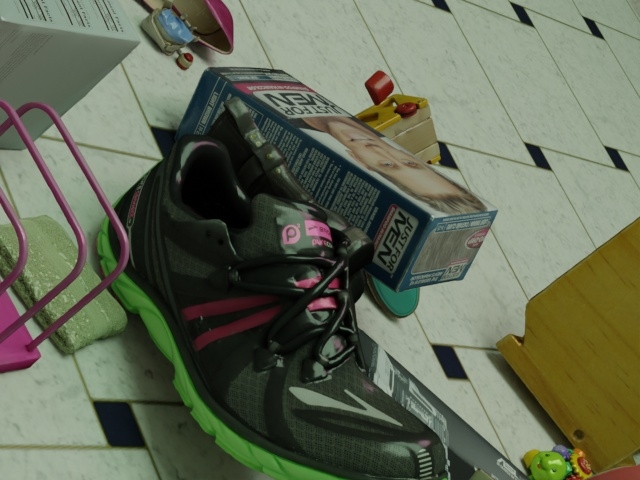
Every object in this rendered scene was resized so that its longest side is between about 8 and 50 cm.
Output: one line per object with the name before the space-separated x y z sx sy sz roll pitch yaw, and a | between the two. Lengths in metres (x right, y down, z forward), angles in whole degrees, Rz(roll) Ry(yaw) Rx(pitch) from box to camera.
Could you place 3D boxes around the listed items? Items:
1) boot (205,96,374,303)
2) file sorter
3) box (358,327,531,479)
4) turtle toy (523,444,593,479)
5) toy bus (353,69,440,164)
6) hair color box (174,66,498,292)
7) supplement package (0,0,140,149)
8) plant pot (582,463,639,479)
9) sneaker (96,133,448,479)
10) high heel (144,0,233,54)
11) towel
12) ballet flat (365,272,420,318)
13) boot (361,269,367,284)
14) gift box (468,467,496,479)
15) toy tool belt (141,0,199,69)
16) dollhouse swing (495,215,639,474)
boot | -0.052 -0.019 1.867 0.091 0.263 0.229 -35 73 -30
file sorter | -0.333 -0.007 1.450 0.290 0.182 0.202 -6 61 -58
box | 0.110 0.274 1.887 0.307 0.076 0.242 42 28 -16
turtle toy | 0.303 0.297 2.160 0.130 0.066 0.095 16 43 -48
toy bus | 0.059 -0.116 2.254 0.202 0.191 0.104 26 -7 -40
hair color box | 0.018 -0.078 2.006 0.347 0.105 0.174 35 21 24
supplement package | -0.330 -0.205 1.682 0.203 0.194 0.149 -1 57 -57
plant pot | 0.367 0.397 1.904 0.275 0.275 0.243 23 41 -42
sneaker | -0.047 0.070 1.662 0.185 0.202 0.483 0 38 -51
high heel | -0.199 -0.315 2.139 0.244 0.082 0.117 37 17 -50
towel | -0.257 0.039 1.676 0.148 0.027 0.110 54 28 7
ballet flat | 0.068 -0.001 2.156 0.067 0.073 0.206 9 -61 70
boot | 0.000 0.000 2.045 0.069 0.086 0.190 19 41 -45
gift box | 0.191 0.406 1.640 0.255 0.258 0.276 39 -4 -28
toy tool belt | -0.178 -0.257 2.128 0.083 0.051 0.052 47 28 -8
dollhouse swing | 0.483 0.121 2.359 0.315 0.347 0.305 52 18 2
